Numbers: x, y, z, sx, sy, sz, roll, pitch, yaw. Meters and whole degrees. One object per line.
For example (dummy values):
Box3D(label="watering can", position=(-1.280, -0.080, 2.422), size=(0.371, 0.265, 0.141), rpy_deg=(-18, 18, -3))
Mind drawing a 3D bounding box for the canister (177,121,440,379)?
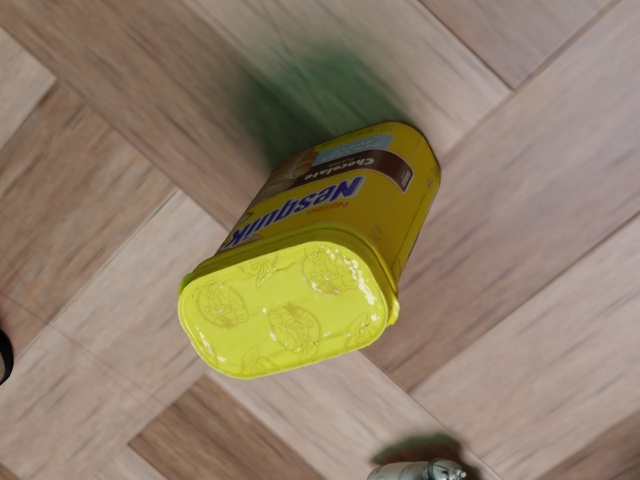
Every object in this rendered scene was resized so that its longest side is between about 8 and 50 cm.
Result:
Box3D(label="canister", position=(0.000, 0.000, 0.767), size=(0.126, 0.170, 0.073), rpy_deg=(-19, 111, 26))

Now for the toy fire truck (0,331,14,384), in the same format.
Box3D(label="toy fire truck", position=(-0.380, 0.035, 0.939), size=(0.217, 0.158, 0.246), rpy_deg=(-10, 103, 24))

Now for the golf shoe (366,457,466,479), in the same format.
Box3D(label="golf shoe", position=(0.094, 0.231, 0.945), size=(0.086, 0.069, 0.176), rpy_deg=(0, 122, 47))
